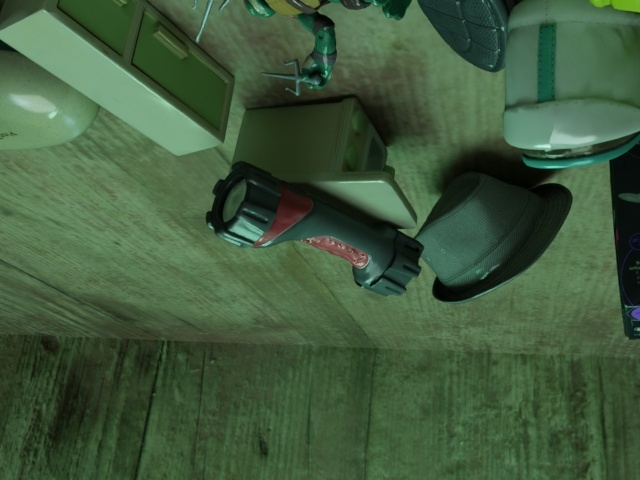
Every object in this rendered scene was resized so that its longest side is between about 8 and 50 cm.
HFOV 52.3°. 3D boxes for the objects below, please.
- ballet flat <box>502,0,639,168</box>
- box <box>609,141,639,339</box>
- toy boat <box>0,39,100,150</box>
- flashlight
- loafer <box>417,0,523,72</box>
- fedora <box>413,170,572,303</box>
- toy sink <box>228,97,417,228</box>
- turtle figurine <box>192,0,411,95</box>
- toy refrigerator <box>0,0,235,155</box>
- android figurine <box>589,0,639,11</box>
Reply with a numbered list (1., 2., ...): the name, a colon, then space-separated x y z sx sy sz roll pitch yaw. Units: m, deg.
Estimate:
1. ballet flat: 0.256 -0.178 0.543 0.139 0.139 0.400 -15 -167 42
2. box: 0.452 -0.026 0.806 0.165 0.270 0.143 -4 156 24
3. toy boat: -0.421 -0.219 0.776 0.267 0.148 0.318 -1 165 30
4. flashlight: 0.000 0.000 0.869 0.304 0.103 0.103 26 153 -35
5. loafer: 0.129 -0.259 0.558 0.109 0.095 0.302 38 180 34
6. fedora: 0.236 -0.025 1.004 0.124 0.243 0.275 40 161 -6
7. toy sink: 0.016 -0.105 0.921 0.234 0.131 0.153 1 158 26
8. turtle figurine: -0.028 -0.236 0.621 0.175 0.118 0.234 25 165 -34
9. toy refrigerator: -0.219 -0.211 0.758 0.094 0.102 0.269 -8 153 32
10. android figurine: 0.220 -0.230 0.359 0.248 0.273 0.056 -11 151 35
